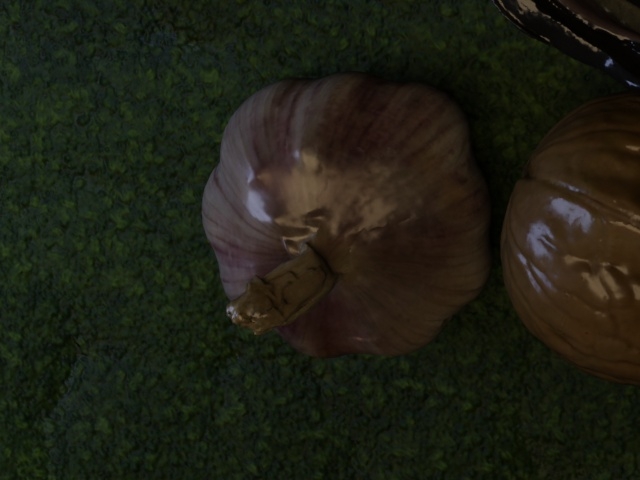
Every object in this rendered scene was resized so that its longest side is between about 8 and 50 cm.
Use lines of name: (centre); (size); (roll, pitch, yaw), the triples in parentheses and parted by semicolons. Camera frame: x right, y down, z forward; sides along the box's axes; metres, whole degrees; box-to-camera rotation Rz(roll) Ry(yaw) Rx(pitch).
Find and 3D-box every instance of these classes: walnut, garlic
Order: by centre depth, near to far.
walnut: (0.246, 0.000, 1.358); (0.228, 0.228, 0.228); (5, 107, 18)
garlic: (0.000, 0.000, 1.425); (0.245, 0.253, 0.245); (10, 116, 21)

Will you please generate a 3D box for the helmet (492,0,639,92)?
helmet: (0.242, -0.223, 1.327); (0.253, 0.154, 0.198); (45, 132, 24)
